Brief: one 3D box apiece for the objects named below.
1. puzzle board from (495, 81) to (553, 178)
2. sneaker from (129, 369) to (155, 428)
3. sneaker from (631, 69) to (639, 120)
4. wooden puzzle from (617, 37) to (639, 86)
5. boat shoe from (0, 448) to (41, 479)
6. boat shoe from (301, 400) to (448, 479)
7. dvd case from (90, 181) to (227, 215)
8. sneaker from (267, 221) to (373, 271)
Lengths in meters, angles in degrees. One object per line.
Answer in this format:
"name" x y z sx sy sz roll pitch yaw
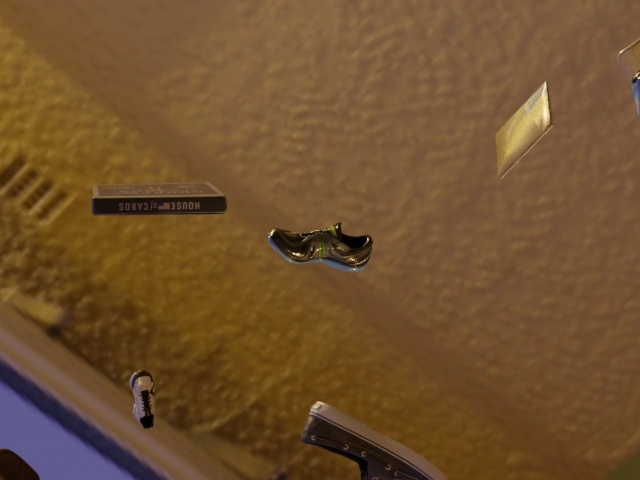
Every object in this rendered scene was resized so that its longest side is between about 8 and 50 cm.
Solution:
"puzzle board" 0.302 -0.162 1.939 0.011 0.128 0.096 24 -136 -20
"sneaker" -0.278 0.254 2.090 0.044 0.040 0.109 -124 26 -51
"sneaker" 0.559 -0.209 1.915 0.330 0.130 0.147 -3 -113 -51
"wooden puzzle" 0.622 -0.280 2.109 0.221 0.238 0.044 55 179 -24
"boat shoe" -0.444 0.442 2.050 0.257 0.095 0.095 49 -156 -2
"boat shoe" 0.075 0.320 1.910 0.228 0.076 0.080 31 164 -8
"dvd case" -0.233 -0.060 1.850 0.179 0.030 0.238 -1 -174 -10
"sneaker" 0.000 0.000 2.147 0.188 0.078 0.067 9 -145 -23
